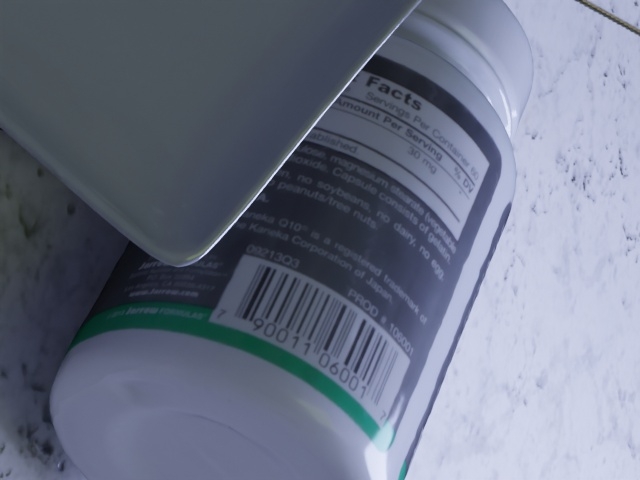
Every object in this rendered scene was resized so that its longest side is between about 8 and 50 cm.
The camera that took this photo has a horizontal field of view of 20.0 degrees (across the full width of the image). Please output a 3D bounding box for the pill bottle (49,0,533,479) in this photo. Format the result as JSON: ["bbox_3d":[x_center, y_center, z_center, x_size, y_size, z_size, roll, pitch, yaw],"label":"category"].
[{"bbox_3d":[0.000,0.000,1.099,0.204,0.204,0.361,59,42,-36],"label":"pill bottle"}]

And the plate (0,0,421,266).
[{"bbox_3d":[-0.078,-0.163,0.744,0.278,0.045,0.277,39,69,4],"label":"plate"}]
